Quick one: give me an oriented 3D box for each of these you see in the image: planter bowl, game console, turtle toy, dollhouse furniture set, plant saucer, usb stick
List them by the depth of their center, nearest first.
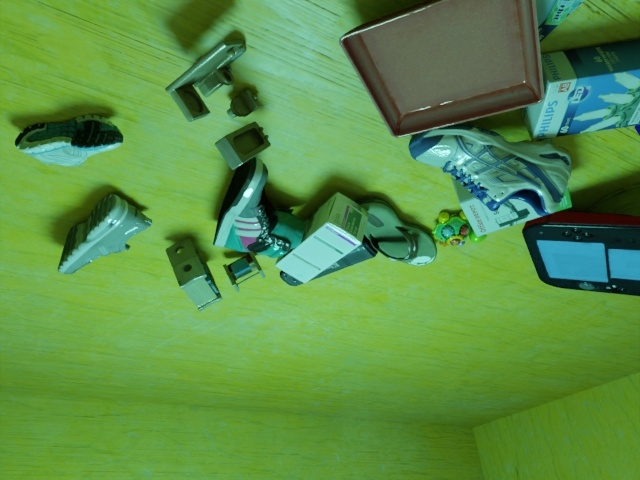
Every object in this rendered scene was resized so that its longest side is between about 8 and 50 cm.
[{"bbox_3d":[0.195,-0.275,0.731,0.258,0.047,0.259,-9,153,25],"label":"plant saucer"},{"bbox_3d":[-0.119,-0.215,0.746,0.123,0.144,0.151,-27,104,28],"label":"dollhouse furniture set"},{"bbox_3d":[0.335,-0.021,1.150,0.130,0.066,0.095,-4,146,0],"label":"turtle toy"},{"bbox_3d":[0.764,-0.038,1.154,0.217,0.090,0.217,-4,146,-2],"label":"planter bowl"},{"bbox_3d":[0.703,0.045,1.170,0.342,0.060,0.386,9,158,37],"label":"game console"},{"bbox_3d":[-0.258,0.056,1.174,0.184,0.129,0.129,-28,146,-9],"label":"dollhouse furniture set"},{"bbox_3d":[0.017,0.058,1.242,0.278,0.045,0.077,-22,140,28],"label":"usb stick"}]

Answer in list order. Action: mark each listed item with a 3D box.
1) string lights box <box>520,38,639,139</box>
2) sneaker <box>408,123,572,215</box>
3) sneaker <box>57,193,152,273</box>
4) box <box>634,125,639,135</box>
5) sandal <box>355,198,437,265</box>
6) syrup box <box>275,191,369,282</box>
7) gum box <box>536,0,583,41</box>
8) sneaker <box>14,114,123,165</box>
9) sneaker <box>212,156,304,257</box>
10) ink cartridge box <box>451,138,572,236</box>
[{"bbox_3d":[0.495,-0.260,0.807,0.260,0.076,0.133,-8,147,5],"label":"string lights box"},{"bbox_3d":[0.304,-0.126,0.876,0.297,0.131,0.112,12,174,11],"label":"sneaker"},{"bbox_3d":[-0.492,0.010,1.068,0.281,0.105,0.115,-29,139,31],"label":"sneaker"},{"bbox_3d":[0.674,-0.208,0.861,0.072,0.126,0.137,4,145,-14],"label":"box"},{"bbox_3d":[0.175,0.002,1.148,0.120,0.086,0.303,-29,139,32],"label":"sandal"},{"bbox_3d":[0.000,0.000,1.083,0.096,0.093,0.237,32,140,-18],"label":"syrup box"},{"bbox_3d":[0.284,-0.367,0.658,0.184,0.041,0.157,15,141,-27],"label":"gum box"},{"bbox_3d":[-0.435,-0.171,0.853,0.191,0.071,0.083,-1,153,10],"label":"sneaker"},{"bbox_3d":[-0.112,-0.053,0.998,0.178,0.123,0.295,14,150,-17],"label":"sneaker"},{"bbox_3d":[0.406,-0.106,1.015,0.208,0.086,0.153,-20,142,23],"label":"ink cartridge box"}]
